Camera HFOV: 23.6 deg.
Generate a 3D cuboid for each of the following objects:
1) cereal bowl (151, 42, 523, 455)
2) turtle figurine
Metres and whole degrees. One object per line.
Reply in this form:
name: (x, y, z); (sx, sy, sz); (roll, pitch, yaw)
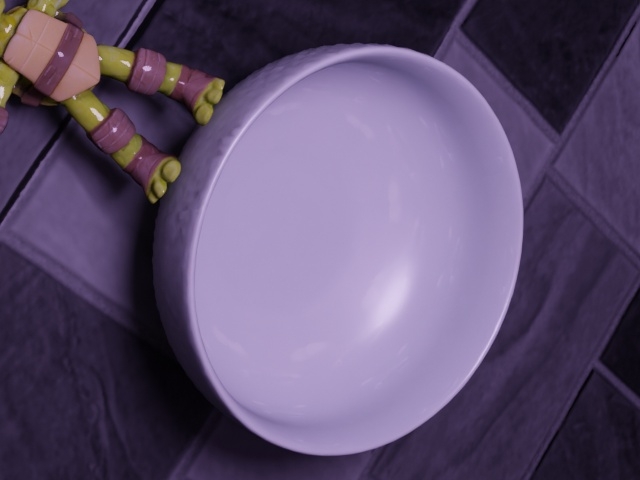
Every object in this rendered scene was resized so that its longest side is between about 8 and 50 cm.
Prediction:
cereal bowl: (0.000, 0.000, 1.277); (0.339, 0.141, 0.339); (-9, 106, -35)
turtle figurine: (-0.195, -0.118, 1.138); (0.217, 0.087, 0.269); (32, 73, -19)
